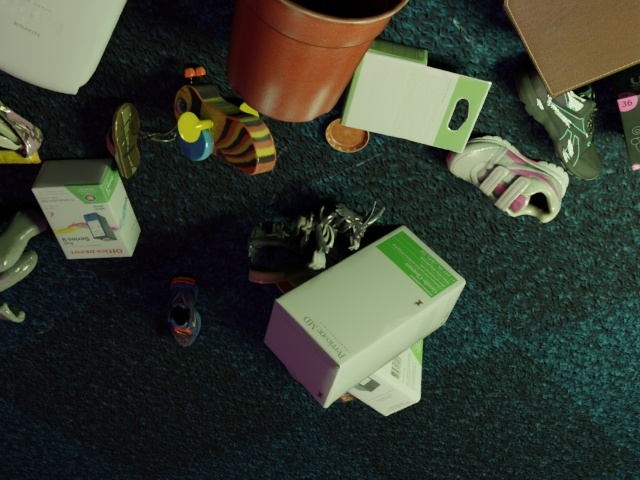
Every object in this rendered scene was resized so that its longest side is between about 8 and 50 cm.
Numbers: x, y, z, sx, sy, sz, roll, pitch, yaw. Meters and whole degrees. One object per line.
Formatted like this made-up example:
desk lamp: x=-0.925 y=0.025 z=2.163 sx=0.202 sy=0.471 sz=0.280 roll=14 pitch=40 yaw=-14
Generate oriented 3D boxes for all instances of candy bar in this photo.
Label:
candy bar: x=-0.660 y=-0.176 z=1.806 sx=0.162 sy=0.018 sz=0.040 roll=2 pitch=132 yaw=8

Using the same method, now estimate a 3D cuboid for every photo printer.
photo printer: x=-0.480 y=-0.399 z=1.486 sx=0.256 sy=0.107 sz=0.307 roll=26 pitch=133 yaw=-17

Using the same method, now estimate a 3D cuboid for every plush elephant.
plush elephant: x=-0.772 y=0.071 z=1.921 sx=0.272 sy=0.330 sz=0.255 roll=14 pitch=154 yaw=-16

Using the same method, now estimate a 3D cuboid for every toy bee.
toy bee: x=-0.213 y=-0.227 z=1.588 sx=0.298 sy=0.195 sz=0.162 roll=11 pitch=112 yaw=13

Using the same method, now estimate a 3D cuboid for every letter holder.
letter holder: x=0.446 y=-0.391 z=1.326 sx=0.302 sy=0.152 sz=0.214 roll=-21 pitch=127 yaw=27

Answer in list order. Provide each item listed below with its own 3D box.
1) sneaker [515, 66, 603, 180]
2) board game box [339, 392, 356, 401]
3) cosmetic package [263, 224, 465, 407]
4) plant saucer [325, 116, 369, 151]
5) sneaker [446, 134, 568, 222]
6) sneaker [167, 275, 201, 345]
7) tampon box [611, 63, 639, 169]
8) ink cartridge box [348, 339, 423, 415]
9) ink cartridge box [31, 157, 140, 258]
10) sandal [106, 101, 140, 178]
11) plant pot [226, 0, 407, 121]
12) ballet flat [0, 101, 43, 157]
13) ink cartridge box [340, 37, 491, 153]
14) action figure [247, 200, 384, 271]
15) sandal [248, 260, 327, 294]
sneaker: x=0.448 y=-0.210 z=1.544 sx=0.106 sy=0.101 sz=0.267 roll=-26 pitch=127 yaw=27
board game box: x=0.029 y=0.265 z=2.061 sx=0.045 sy=0.146 sz=0.193 roll=-20 pitch=128 yaw=26
cosmetic package: x=0.090 y=0.144 z=1.750 sx=0.197 sy=0.366 sz=0.155 roll=43 pitch=141 yaw=22
plant saucer: x=0.052 y=-0.205 z=1.671 sx=0.084 sy=0.013 sz=0.083 roll=4 pitch=135 yaw=4
sneaker: x=0.357 y=-0.112 z=1.648 sx=0.252 sy=0.111 sz=0.103 roll=18 pitch=135 yaw=-9
sneaker: x=-0.332 y=0.182 z=2.073 sx=0.083 sy=0.087 sz=0.221 roll=6 pitch=136 yaw=4
tampon box: x=0.579 y=-0.223 z=1.507 sx=0.120 sy=0.101 sz=0.161 roll=-13 pitch=132 yaw=20
ink cartridge box: x=0.100 y=0.240 z=1.986 sx=0.273 sy=0.198 sz=0.115 roll=37 pitch=131 yaw=-26
ink cartridge box: x=-0.488 y=-0.064 z=1.842 sx=0.154 sy=0.093 sz=0.212 roll=-1 pitch=137 yaw=9
sandal: x=-0.393 y=-0.196 z=1.720 sx=0.049 sy=0.072 sz=0.180 roll=25 pitch=142 yaw=13
plant pot: x=-0.028 y=-0.345 z=1.381 sx=0.272 sy=0.272 sz=0.265 roll=17 pitch=143 yaw=-8
ballet flat: x=-0.644 y=-0.238 z=1.697 sx=0.077 sy=0.079 sz=0.221 roll=-31 pitch=123 yaw=34
ink cartridge box: x=0.166 y=-0.259 z=1.568 sx=0.235 sy=0.056 sz=0.171 roll=12 pitch=136 yaw=-5
action figure: x=0.000 y=0.000 z=1.788 sx=0.276 sy=0.140 sz=0.164 roll=-11 pitch=170 yaw=24
sandal: x=-0.069 y=0.094 z=1.860 sx=0.088 sy=0.240 sz=0.079 roll=14 pitch=100 yaw=36
